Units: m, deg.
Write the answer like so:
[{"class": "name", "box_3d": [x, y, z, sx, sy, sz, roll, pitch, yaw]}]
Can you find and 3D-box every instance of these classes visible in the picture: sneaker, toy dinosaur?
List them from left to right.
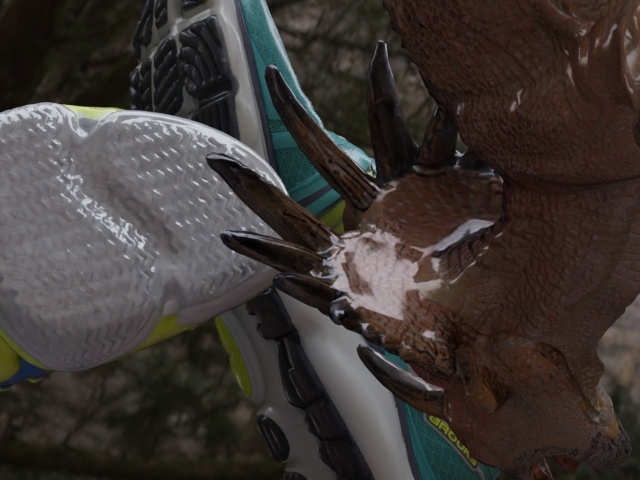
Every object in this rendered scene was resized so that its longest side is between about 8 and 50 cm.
[{"class": "sneaker", "box_3d": [-0.130, 0.019, 0.557, 0.240, 0.091, 0.126, -8, -17, -9]}, {"class": "sneaker", "box_3d": [0.000, 0.000, 0.692, 0.107, 0.110, 0.275, -15, -80, 60]}, {"class": "toy dinosaur", "box_3d": [0.051, -0.078, 0.439, 0.127, 0.295, 0.200, 2, -10, -39]}]
